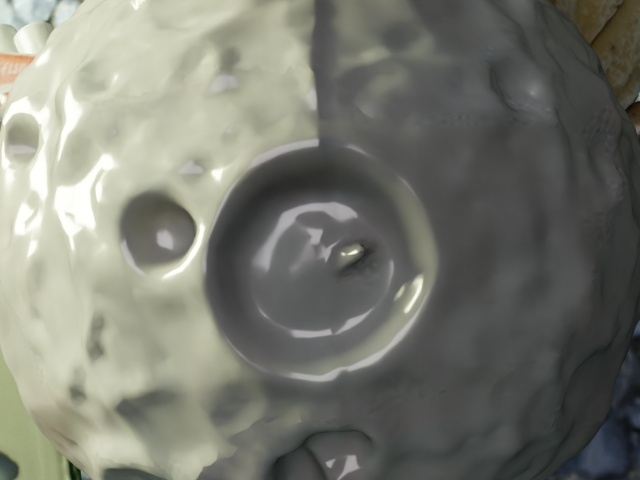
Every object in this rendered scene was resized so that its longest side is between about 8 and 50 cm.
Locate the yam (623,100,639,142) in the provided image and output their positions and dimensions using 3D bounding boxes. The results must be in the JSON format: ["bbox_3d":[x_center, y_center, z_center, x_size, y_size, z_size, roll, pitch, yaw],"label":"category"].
[{"bbox_3d":[0.218,-0.073,0.713,0.264,0.046,0.046,-19,70,5],"label":"yam"}]

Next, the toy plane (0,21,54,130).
[{"bbox_3d":[-0.271,-0.059,0.767,0.252,0.118,0.252,-4,69,9],"label":"toy plane"}]

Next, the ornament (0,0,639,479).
[{"bbox_3d":[0.000,0.000,0.563,0.337,0.337,0.337,-3,72,10],"label":"ornament"}]

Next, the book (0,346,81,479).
[{"bbox_3d":[-0.266,0.167,0.664,0.260,0.043,0.371,-7,93,9],"label":"book"}]

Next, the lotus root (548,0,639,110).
[{"bbox_3d":[0.186,-0.234,0.731,0.078,0.167,0.329,3,56,50],"label":"lotus root"}]
